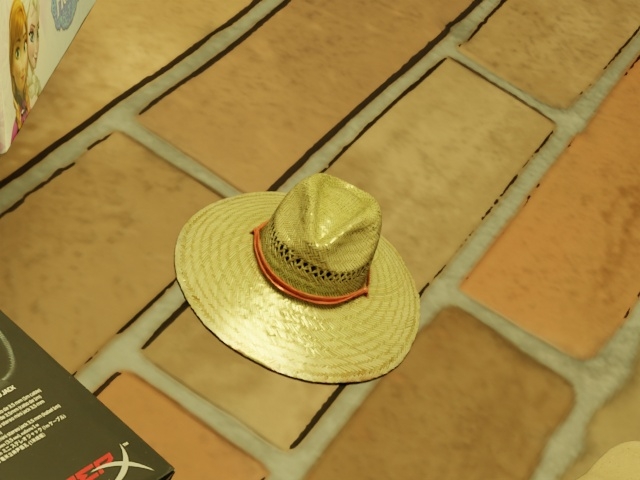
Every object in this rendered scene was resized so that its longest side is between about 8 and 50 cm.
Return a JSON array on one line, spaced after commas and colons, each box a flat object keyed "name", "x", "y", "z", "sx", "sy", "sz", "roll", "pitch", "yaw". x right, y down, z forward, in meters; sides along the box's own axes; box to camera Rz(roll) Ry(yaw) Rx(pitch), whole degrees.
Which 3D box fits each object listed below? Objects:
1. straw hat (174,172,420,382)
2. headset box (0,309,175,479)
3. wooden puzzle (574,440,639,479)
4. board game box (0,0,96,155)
[{"name": "straw hat", "x": 0.000, "y": 0.000, "z": 0.850, "sx": 0.144, "sy": 0.061, "sz": 0.144, "roll": 16, "pitch": 39, "yaw": -14}, {"name": "headset box", "x": -0.237, "y": 0.067, "z": 0.597, "sx": 0.293, "sy": 0.110, "sz": 0.218, "roll": 39, "pitch": 39, "yaw": 16}, {"name": "wooden puzzle", "x": 0.167, "y": 0.168, "z": 0.698, "sx": 0.221, "sy": 0.044, "sz": 0.239, "roll": 17, "pitch": 22, "yaw": 32}, {"name": "board game box", "x": -0.255, "y": -0.121, "z": 0.698, "sx": 0.318, "sy": 0.066, "sz": 0.318, "roll": 1, "pitch": 24, "yaw": 3}]
